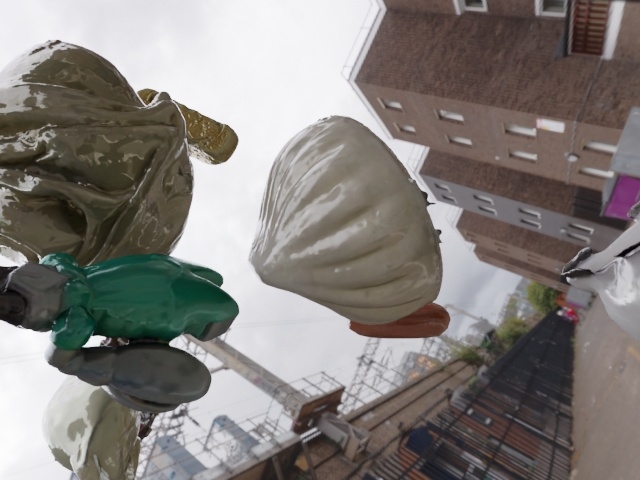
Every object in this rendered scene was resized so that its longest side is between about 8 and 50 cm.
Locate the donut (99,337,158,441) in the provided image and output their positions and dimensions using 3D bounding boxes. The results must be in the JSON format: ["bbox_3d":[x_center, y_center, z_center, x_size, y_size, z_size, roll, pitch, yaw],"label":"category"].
[{"bbox_3d":[-0.398,0.300,0.913,0.270,0.103,0.269,-178,90,-84],"label":"donut"}]

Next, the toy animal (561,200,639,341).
[{"bbox_3d":[0.477,0.101,0.474,0.194,0.357,0.258,-45,-11,16],"label":"toy animal"}]

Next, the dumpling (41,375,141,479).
[{"bbox_3d":[-0.326,0.294,0.657,0.132,0.252,0.179,-28,-60,-23],"label":"dumpling"}]

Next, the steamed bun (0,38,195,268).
[{"bbox_3d":[-0.348,-0.080,0.604,0.324,0.310,0.219,-61,4,29],"label":"steamed bun"}]

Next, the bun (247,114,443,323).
[{"bbox_3d":[0.000,0.000,0.511,0.175,0.263,0.263,-28,-42,-12],"label":"bun"}]

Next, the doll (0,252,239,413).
[{"bbox_3d":[-0.224,0.074,0.478,0.259,0.194,0.153,28,-64,-24],"label":"doll"}]

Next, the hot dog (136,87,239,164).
[{"bbox_3d":[-0.279,-0.222,0.878,0.084,0.243,0.073,-61,-8,-28],"label":"hot dog"}]

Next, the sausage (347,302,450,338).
[{"bbox_3d":[0.146,0.150,0.822,0.077,0.194,0.077,0,-90,-85],"label":"sausage"}]
